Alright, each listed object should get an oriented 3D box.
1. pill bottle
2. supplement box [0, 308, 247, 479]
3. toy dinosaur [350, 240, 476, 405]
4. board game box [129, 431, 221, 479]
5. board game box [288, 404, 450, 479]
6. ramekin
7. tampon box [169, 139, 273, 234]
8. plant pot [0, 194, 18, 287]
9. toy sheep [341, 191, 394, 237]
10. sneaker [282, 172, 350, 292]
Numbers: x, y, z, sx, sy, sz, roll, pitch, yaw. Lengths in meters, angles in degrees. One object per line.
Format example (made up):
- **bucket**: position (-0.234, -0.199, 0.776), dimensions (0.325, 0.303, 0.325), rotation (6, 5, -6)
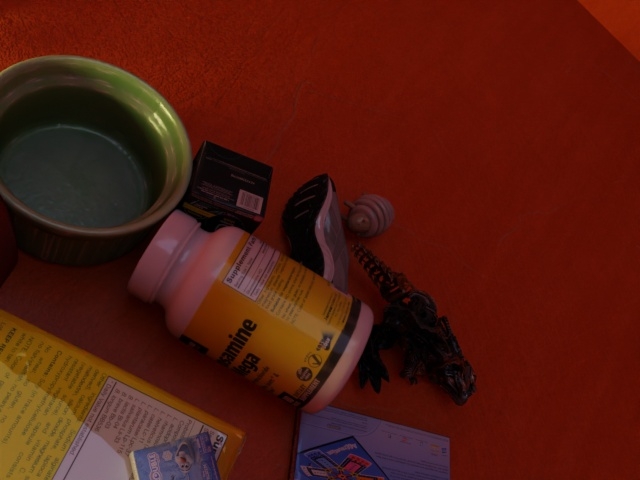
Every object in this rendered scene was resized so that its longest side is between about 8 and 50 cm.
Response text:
- **pill bottle**: position (-0.106, 0.099, 1.027), dimensions (0.334, 0.188, 0.188), rotation (31, 52, -5)
- **supplement box**: position (-0.304, 0.260, 0.820), dimensions (0.356, 0.195, 0.194), rotation (30, 52, -11)
- **toy dinosaur**: position (0.148, 0.153, 1.201), dimensions (0.322, 0.164, 0.218), rotation (37, 26, 11)
- **board game box**: position (-0.156, 0.266, 0.762), dimensions (0.090, 0.020, 0.090), rotation (-8, 68, -31)
- **board game box**: position (0.085, 0.355, 1.099), dimensions (0.281, 0.027, 0.145), rotation (20, 54, -20)
- **ramekin**: position (-0.358, -0.110, 1.030), dimensions (0.303, 0.148, 0.303), rotation (14, 57, -23)
- **tampon box**: position (-0.164, -0.058, 1.105), dimensions (0.120, 0.161, 0.101), rotation (20, 55, -18)
- **plant pot**: position (-0.524, 0.007, 0.804), dimensions (0.267, 0.236, 0.267), rotation (29, 51, -14)
- **toy sheep**: position (0.094, -0.048, 1.301), dimensions (0.132, 0.091, 0.091), rotation (-31, 81, -44)
- **sneaker**: position (0.000, 0.000, 1.223), dimensions (0.108, 0.100, 0.272), rotation (34, 44, -41)
